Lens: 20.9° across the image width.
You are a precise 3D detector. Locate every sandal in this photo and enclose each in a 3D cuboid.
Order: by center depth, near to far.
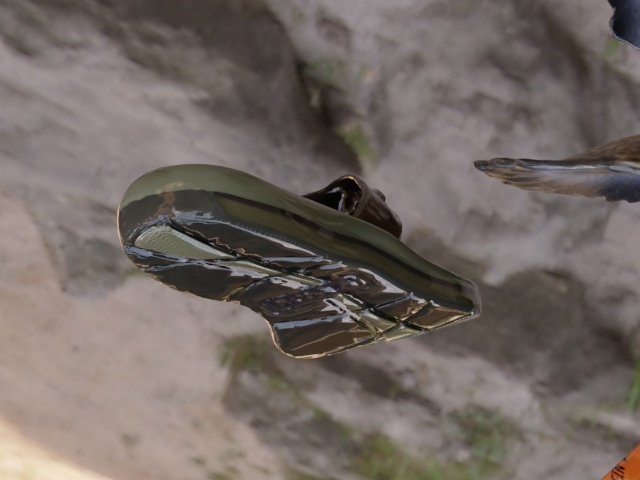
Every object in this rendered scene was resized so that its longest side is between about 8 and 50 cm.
[{"bbox_3d":[0.001,-0.001,0.954,0.120,0.086,0.303,-14,157,23],"label":"sandal"}]

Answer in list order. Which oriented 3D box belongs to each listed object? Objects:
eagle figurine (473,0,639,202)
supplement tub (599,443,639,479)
[{"bbox_3d":[0.273,-0.056,1.007,0.298,0.226,0.225,35,177,13],"label":"eagle figurine"},{"bbox_3d":[0.331,0.274,1.184,0.338,0.207,0.207,49,159,16],"label":"supplement tub"}]
